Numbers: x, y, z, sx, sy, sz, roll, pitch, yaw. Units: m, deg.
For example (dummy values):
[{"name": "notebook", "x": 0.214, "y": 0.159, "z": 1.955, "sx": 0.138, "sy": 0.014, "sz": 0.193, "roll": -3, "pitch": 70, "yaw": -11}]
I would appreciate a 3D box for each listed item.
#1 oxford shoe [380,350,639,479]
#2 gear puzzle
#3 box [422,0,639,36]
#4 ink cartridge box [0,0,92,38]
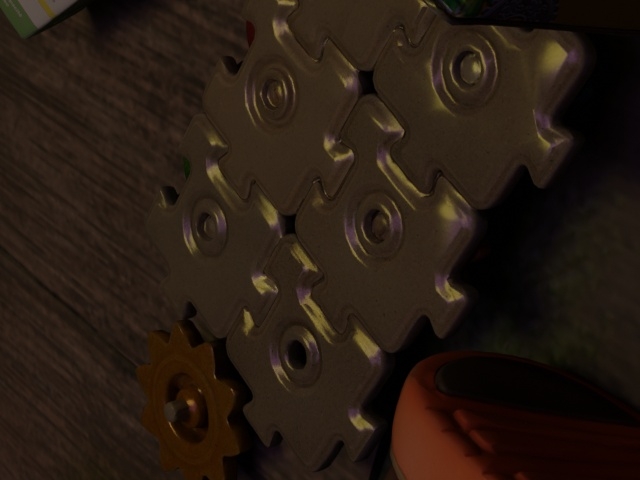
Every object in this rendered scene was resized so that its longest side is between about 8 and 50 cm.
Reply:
[{"name": "oxford shoe", "x": 0.114, "y": 0.177, "z": 0.412, "sx": 0.364, "sy": 0.130, "sz": 0.133, "roll": -125, "pitch": 48, "yaw": -57}, {"name": "gear puzzle", "x": 0.000, "y": 0.000, "z": 0.620, "sx": 0.175, "sy": 0.044, "sz": 0.339, "roll": 53, "pitch": 131, "yaw": 28}, {"name": "box", "x": 0.076, "y": -0.254, "z": 0.406, "sx": 0.290, "sy": 0.177, "sz": 0.279, "roll": 52, "pitch": 128, "yaw": 31}, {"name": "ink cartridge box", "x": -0.113, "y": -0.214, "z": 0.658, "sx": 0.235, "sy": 0.056, "sz": 0.171, "roll": -21, "pitch": 106, "yaw": 48}]
